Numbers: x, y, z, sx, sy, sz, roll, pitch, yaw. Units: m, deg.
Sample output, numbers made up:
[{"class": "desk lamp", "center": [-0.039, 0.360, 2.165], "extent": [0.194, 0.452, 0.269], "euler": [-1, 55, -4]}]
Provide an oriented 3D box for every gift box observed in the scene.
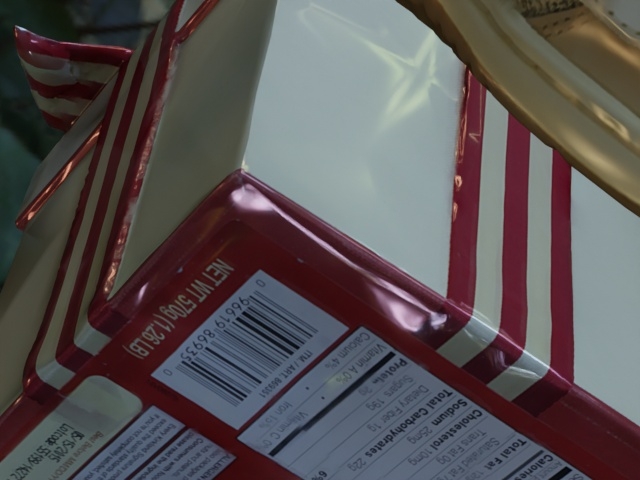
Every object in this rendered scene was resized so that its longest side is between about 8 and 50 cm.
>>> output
[{"class": "gift box", "center": [0.000, 0.000, 0.738], "extent": [0.276, 0.255, 0.258], "euler": [38, 33, -20]}]

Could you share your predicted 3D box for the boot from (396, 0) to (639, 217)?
[{"class": "boot", "center": [0.097, -0.115, 0.340], "extent": [0.095, 0.262, 0.203], "euler": [-6, 130, -46]}]
